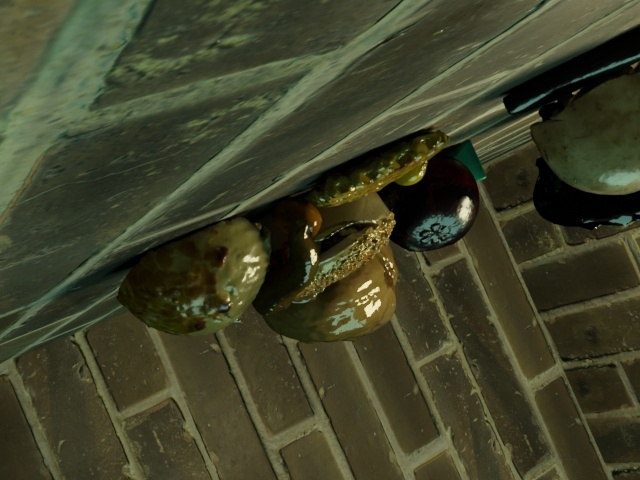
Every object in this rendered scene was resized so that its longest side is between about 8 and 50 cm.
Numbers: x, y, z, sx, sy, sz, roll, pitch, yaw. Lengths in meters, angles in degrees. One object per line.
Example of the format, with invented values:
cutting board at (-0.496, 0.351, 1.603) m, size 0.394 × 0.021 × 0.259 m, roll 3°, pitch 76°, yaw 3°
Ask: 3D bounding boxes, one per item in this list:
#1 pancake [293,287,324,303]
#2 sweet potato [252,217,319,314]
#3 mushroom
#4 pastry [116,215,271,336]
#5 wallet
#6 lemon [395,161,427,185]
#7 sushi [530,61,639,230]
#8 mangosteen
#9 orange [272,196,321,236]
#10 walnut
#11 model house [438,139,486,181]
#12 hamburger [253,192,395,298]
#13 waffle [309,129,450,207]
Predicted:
pancake at (-0.025, 0.022, 1.928) m, size 0.236 × 0.222 × 0.042 m, roll -53°, pitch -153°, yaw 2°
sweet potato at (-0.055, 0.057, 1.573) m, size 0.233 × 0.081 × 0.062 m, roll -55°, pitch -168°, yaw 42°
mushroom at (0.470, -0.169, 1.445) m, size 0.253 × 0.189 × 0.195 m, roll -26°, pitch -177°, yaw -1°
pastry at (-0.199, 0.077, 1.536) m, size 0.237 × 0.170 × 0.256 m, roll -26°, pitch 175°, yaw -45°
wallet at (0.409, -0.261, 1.408) m, size 0.250 × 0.044 × 0.149 m, roll -25°, pitch -178°, yaw 26°
lemon at (0.163, -0.133, 1.684) m, size 0.083 × 0.062 × 0.062 m, roll -25°, pitch 178°, yaw 37°
sushi at (0.591, -0.198, 1.896) m, size 0.328 × 0.285 × 0.328 m, roll -24°, pitch -162°, yaw -17°
mangosteen at (0.220, -0.088, 1.866) m, size 0.216 × 0.216 × 0.216 m, roll -24°, pitch 178°, yaw -1°
orange at (-0.041, -0.044, 1.559) m, size 0.086 × 0.086 × 0.062 m, roll -27°, pitch -140°, yaw 62°
walnut at (0.011, 0.094, 2.297) m, size 0.383 × 0.383 × 0.383 m, roll -24°, pitch 178°, yaw -1°
model house at (0.303, -0.161, 2.099) m, size 0.127 × 0.100 × 0.149 m, roll -24°, pitch -179°, yaw -1°
hamburger at (0.000, 0.000, 1.740) m, size 0.302 × 0.170 × 0.302 m, roll -24°, pitch 178°, yaw -1°
waffle at (0.096, -0.117, 1.515) m, size 0.245 × 0.052 × 0.254 m, roll -25°, pitch 178°, yaw -5°
